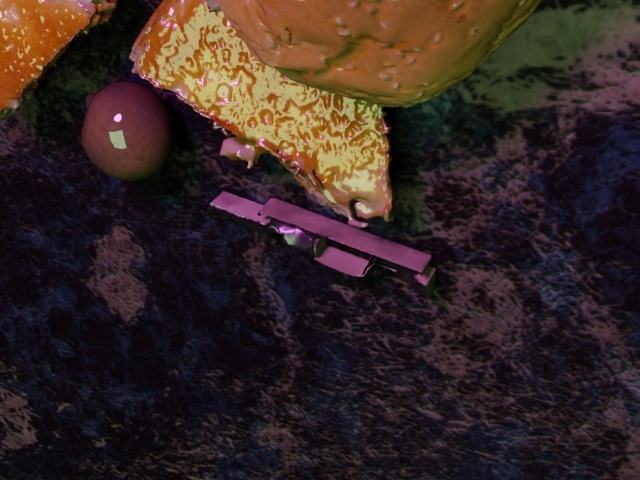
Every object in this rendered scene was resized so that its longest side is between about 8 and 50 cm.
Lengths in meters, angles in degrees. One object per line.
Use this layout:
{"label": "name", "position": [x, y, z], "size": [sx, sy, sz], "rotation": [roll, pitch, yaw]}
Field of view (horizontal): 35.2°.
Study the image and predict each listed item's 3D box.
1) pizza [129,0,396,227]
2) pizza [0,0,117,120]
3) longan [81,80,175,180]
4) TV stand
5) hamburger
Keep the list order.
{"label": "pizza", "position": [-0.025, -0.138, 0.936], "size": [0.297, 0.071, 0.189], "rotation": [39, 112, 1]}
{"label": "pizza", "position": [-0.287, -0.253, 0.993], "size": [0.228, 0.081, 0.290], "rotation": [9, 121, 25]}
{"label": "longan", "position": [-0.201, -0.114, 1.037], "size": [0.113, 0.092, 0.113], "rotation": [34, 146, 27]}
{"label": "TV stand", "position": [0.000, 0.000, 1.041], "size": [0.249, 0.036, 0.042], "rotation": [21, 129, 15]}
{"label": "hamburger", "position": [0.048, -0.228, 0.751], "size": [0.259, 0.145, 0.283], "rotation": [10, 145, -20]}
